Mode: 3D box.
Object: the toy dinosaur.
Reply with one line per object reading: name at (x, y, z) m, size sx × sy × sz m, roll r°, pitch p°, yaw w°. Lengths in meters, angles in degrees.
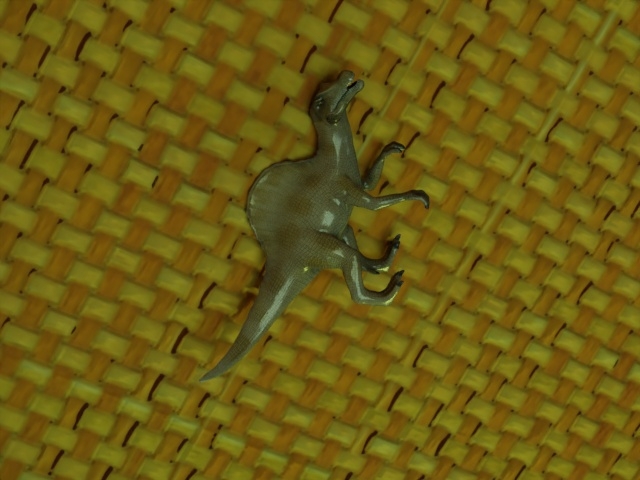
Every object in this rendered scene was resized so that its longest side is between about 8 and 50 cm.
toy dinosaur at (0.000, 0.000, 0.732) m, size 0.092 × 0.053 × 0.183 m, roll 21°, pitch 96°, yaw -9°
